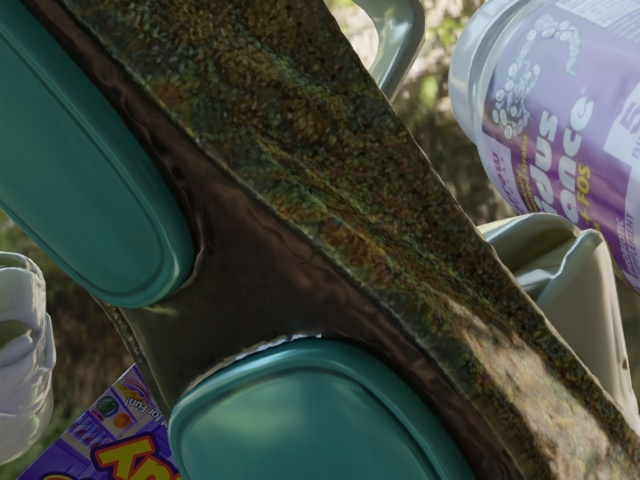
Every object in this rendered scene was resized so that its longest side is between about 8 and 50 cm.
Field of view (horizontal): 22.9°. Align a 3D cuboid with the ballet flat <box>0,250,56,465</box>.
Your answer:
[{"bbox_3d":[-0.241,0.036,0.923,0.139,0.139,0.400,-22,-32,17],"label":"ballet flat"}]

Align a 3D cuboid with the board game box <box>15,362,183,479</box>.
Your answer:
[{"bbox_3d":[0.025,0.180,0.843,0.233,0.347,0.078,-46,-26,-24],"label":"board game box"}]

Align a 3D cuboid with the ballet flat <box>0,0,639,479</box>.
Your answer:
[{"bbox_3d":[0.000,0.000,0.362,0.123,0.123,0.348,-33,-82,28],"label":"ballet flat"}]

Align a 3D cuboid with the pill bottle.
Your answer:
[{"bbox_3d":[0.192,-0.063,0.923,0.169,0.301,0.169,-7,-69,-19],"label":"pill bottle"}]
